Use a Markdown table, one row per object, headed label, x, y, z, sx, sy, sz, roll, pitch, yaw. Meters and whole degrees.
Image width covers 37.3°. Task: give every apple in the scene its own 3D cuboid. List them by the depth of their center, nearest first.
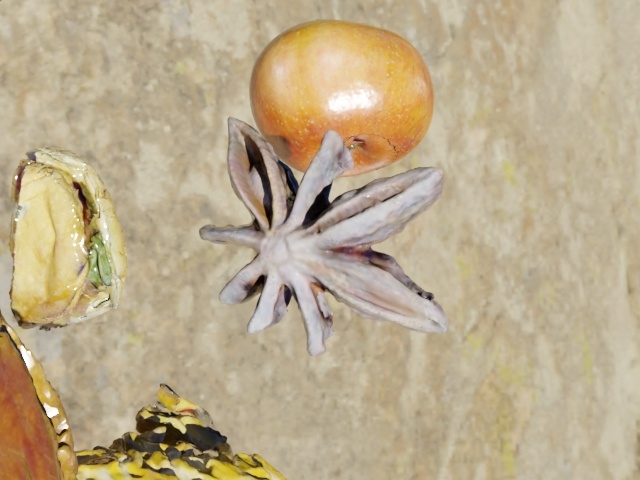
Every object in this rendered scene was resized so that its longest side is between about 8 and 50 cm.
| label | x | y | z | sx | sy | sz | roll | pitch | yaw |
| --- | --- | --- | --- | --- | --- | --- | --- | --- | --- |
| apple | 0.029 | -0.171 | 1.191 | 0.210 | 0.235 | 0.173 | 92 | -5 | -63 |

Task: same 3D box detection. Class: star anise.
| label | x | y | z | sx | sy | sz | roll | pitch | yaw |
| --- | --- | --- | --- | --- | --- | --- | --- | --- | --- |
| star anise | 0.004 | 0.002 | 0.851 | 0.111 | 0.258 | 0.198 | 17 | 86 | -65 |

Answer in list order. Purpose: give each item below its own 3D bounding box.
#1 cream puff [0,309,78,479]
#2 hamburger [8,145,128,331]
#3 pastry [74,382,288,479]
| label | x | y | z | sx | sy | sz | roll | pitch | yaw |
| --- | --- | --- | --- | --- | --- | --- | --- | --- | --- |
| cream puff | -0.185 | 0.099 | 0.309 | 0.183 | 0.169 | 0.183 | -18 | 90 | -87 |
| hamburger | -0.211 | 0.008 | 0.848 | 0.087 | 0.102 | 0.175 | -23 | 123 | -66 |
| pastry | -0.112 | 0.180 | 0.612 | 0.102 | 0.154 | 0.250 | -57 | 152 | 15 |
